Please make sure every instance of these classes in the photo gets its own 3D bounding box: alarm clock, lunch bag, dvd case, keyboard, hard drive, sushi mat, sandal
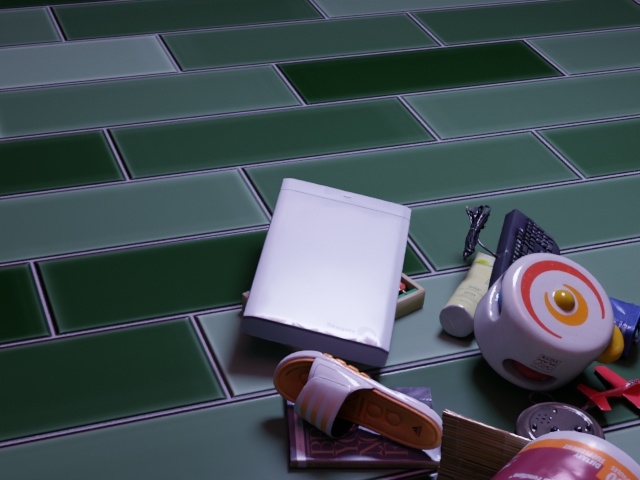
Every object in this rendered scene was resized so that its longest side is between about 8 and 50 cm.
[{"bbox_3d":[0.341,0.278,1.742,0.129,0.064,0.192,0,30,-7],"label":"alarm clock"},{"bbox_3d":[0.491,0.144,1.955,0.065,0.067,0.098,15,36,17],"label":"lunch bag"},{"bbox_3d":[0.062,0.271,1.755,0.221,0.018,0.164,1,34,-5],"label":"dvd case"},{"bbox_3d":[0.327,0.034,2.067,0.201,0.033,0.317,33,33,-6],"label":"keyboard"},{"bbox_3d":[0.017,0.042,1.970,0.233,0.047,0.353,14,42,0],"label":"hard drive"},{"bbox_3d":[0.303,0.326,1.578,0.316,0.151,0.019,17,39,18],"label":"sushi mat"},{"bbox_3d":[0.045,0.238,1.692,0.265,0.102,0.076,19,33,18],"label":"sandal"}]

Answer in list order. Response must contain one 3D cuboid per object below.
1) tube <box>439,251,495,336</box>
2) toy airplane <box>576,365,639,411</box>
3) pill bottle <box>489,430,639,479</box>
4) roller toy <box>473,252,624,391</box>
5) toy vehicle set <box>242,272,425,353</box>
[{"bbox_3d":[0.271,0.082,2.036,0.070,0.062,0.240,56,36,-5],"label":"tube"},{"bbox_3d":[0.458,0.234,1.849,0.151,0.028,0.151,3,31,-2],"label":"toy airplane"},{"bbox_3d":[0.223,0.406,1.378,0.224,0.224,0.392,26,39,30],"label":"pill bottle"},{"bbox_3d":[0.348,0.125,1.847,0.191,0.146,0.209,-19,66,-32],"label":"roller toy"},{"bbox_3d":[0.023,0.099,1.996,0.267,0.035,0.166,-22,41,-34],"label":"toy vehicle set"}]
